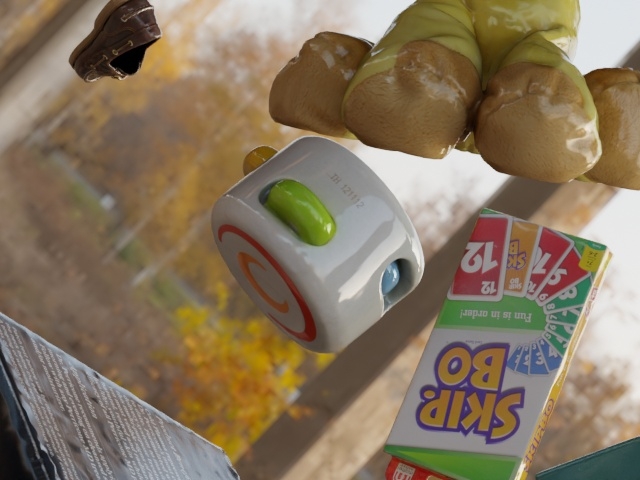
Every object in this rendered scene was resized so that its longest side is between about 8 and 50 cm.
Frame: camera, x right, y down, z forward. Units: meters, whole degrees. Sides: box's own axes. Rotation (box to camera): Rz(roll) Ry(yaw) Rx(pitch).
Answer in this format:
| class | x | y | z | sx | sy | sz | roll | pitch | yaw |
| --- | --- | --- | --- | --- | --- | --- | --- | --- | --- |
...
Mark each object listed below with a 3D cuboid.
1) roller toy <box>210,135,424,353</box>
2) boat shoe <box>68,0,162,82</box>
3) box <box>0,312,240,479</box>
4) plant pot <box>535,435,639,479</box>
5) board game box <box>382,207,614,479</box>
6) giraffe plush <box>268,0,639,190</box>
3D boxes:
| class | x | y | z | sx | sy | sz | roll | pitch | yaw |
| --- | --- | --- | --- | --- | --- | --- | --- | --- | --- |
| roller toy | 0.000 | 0.000 | 1.661 | 0.191 | 0.146 | 0.209 | 59 | -20 | -20 |
| boat shoe | -0.246 | -0.229 | 2.032 | 0.073 | 0.073 | 0.207 | 56 | -26 | 1 |
| box | -0.348 | 0.378 | 1.731 | 0.472 | 0.480 | 0.297 | 42 | 13 | -49 |
| plant pot | 0.378 | 0.270 | 1.716 | 0.165 | 0.234 | 0.165 | 15 | 49 | -57 |
| board game box | 0.151 | 0.108 | 1.472 | 0.124 | 0.259 | 0.039 | 18 | -7 | 28 |
| giraffe plush | 0.090 | -0.123 | 0.798 | 0.181 | 0.170 | 0.210 | 12 | 7 | 18 |
